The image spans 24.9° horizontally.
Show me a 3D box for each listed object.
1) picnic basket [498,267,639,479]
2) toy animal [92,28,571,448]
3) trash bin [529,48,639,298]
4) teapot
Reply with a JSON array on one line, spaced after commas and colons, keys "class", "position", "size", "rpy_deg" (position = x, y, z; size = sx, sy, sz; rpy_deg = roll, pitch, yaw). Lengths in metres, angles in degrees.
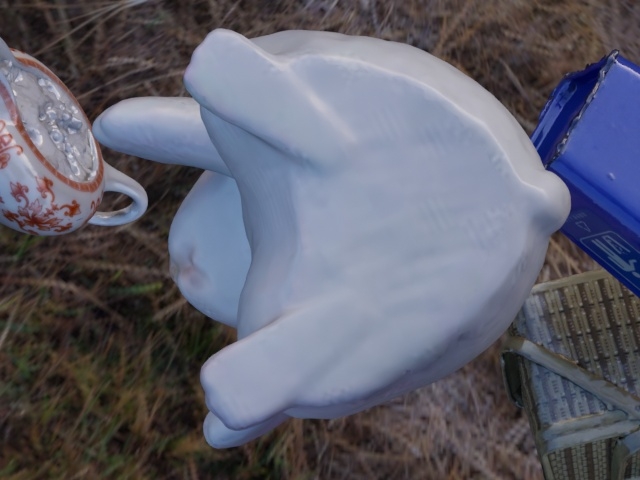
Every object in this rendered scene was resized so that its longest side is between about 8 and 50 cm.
[{"class": "picnic basket", "position": [0.336, 0.132, 1.386], "size": [0.313, 0.228, 0.175], "rpy_deg": [-14, 66, 5]}, {"class": "toy animal", "position": [-0.011, 0.002, 0.582], "size": [0.138, 0.282, 0.140], "rpy_deg": [-12, 89, -17]}, {"class": "trash bin", "position": [0.284, -0.042, 1.156], "size": [0.234, 0.162, 0.184], "rpy_deg": [34, 76, -7]}, {"class": "teapot", "position": [-0.232, -0.073, 1.179], "size": [0.116, 0.245, 0.159], "rpy_deg": [-38, 54, 14]}]
